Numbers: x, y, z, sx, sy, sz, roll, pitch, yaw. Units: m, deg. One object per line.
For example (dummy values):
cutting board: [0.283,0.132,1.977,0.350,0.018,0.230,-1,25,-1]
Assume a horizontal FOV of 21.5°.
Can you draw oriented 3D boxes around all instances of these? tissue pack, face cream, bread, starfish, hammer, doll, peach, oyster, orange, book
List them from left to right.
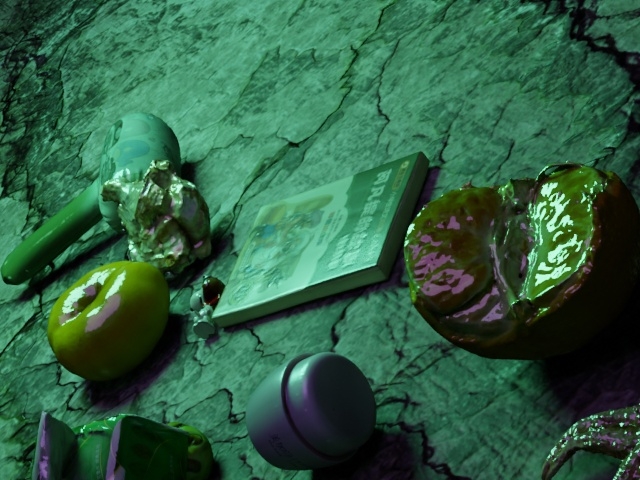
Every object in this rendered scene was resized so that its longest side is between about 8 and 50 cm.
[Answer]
tissue pack: [-0.241,0.289,1.721,0.148,0.156,0.209,-19,58,39]
hammer: [-0.338,-0.033,2.440,0.335,0.119,0.206,-38,27,20]
peach: [-0.270,0.099,2.156,0.179,0.103,0.179,-30,33,22]
oyster: [-0.230,-0.029,2.242,0.191,0.081,0.163,15,90,38]
bread: [-0.186,0.256,1.861,0.139,0.071,0.130,3,55,53]
doll: [-0.140,0.080,2.090,0.058,0.040,0.085,-48,21,13]
face cream: [-0.010,0.175,1.708,0.104,0.117,0.117,-27,30,38]
book: [0.000,0.000,2.044,0.264,0.027,0.202,-18,35,37]
orange: [0.204,0.028,1.608,0.237,0.158,0.179,-17,42,32]
starfish: [0.273,0.162,1.449,0.247,0.050,0.138,-42,26,-9]
